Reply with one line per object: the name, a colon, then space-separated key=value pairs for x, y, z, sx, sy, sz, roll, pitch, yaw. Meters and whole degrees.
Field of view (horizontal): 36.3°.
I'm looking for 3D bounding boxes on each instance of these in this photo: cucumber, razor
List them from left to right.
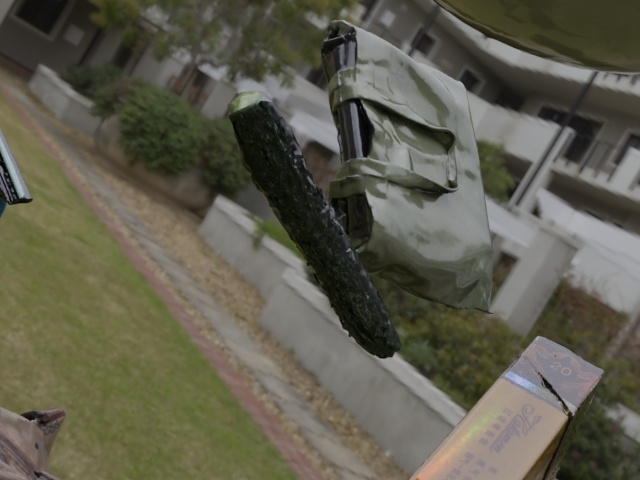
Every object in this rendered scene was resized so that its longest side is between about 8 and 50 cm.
razor: x=-0.338 y=0.015 z=0.836 sx=0.082 sy=0.253 sz=0.042 roll=57 pitch=16 yaw=25
cucumber: x=0.001 y=0.000 z=0.743 sx=0.257 sy=0.044 sz=0.043 roll=60 pitch=-12 yaw=-27

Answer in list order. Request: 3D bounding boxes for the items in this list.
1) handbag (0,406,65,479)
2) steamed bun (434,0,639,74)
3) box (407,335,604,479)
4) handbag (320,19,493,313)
handbag: x=-0.348 y=0.213 z=0.843 sx=0.251 sy=0.193 sz=0.190 roll=30 pitch=18 yaw=-29
steamed bun: x=0.131 y=-0.197 z=0.326 sx=0.283 sy=0.283 sz=0.177 roll=31 pitch=2 yaw=-10
box: x=0.219 y=0.338 z=1.319 sx=0.115 sy=0.264 sz=0.415 roll=30 pitch=40 yaw=25
handbag: x=0.099 y=-0.082 z=1.126 sx=0.109 sy=0.316 sz=0.253 roll=-19 pitch=-25 yaw=37
